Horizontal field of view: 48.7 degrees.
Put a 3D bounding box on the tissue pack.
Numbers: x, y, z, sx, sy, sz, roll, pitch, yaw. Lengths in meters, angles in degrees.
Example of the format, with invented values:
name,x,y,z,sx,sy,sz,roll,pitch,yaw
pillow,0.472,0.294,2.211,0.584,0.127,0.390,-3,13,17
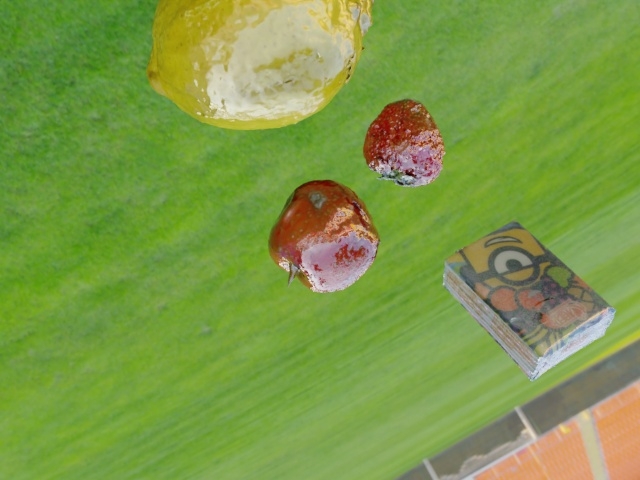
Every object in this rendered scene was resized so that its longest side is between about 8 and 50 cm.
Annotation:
name,x,y,z,sx,sy,sz,roll,pitch,yaw
tissue pack,0.215,0.059,0.744,0.108,0.148,0.060,-27,145,-20

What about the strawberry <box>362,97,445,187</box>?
name,x,y,z,sx,sy,sz,roll,pitch,yaw
strawberry,0.102,-0.113,0.826,0.106,0.106,0.106,-25,159,-11

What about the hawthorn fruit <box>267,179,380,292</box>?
name,x,y,z,sx,sy,sz,roll,pitch,yaw
hawthorn fruit,0.000,0.000,0.558,0.093,0.093,0.093,-25,159,-11

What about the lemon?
name,x,y,z,sx,sy,sz,roll,pitch,yaw
lemon,-0.066,-0.222,0.765,0.260,0.204,0.204,-19,160,6
